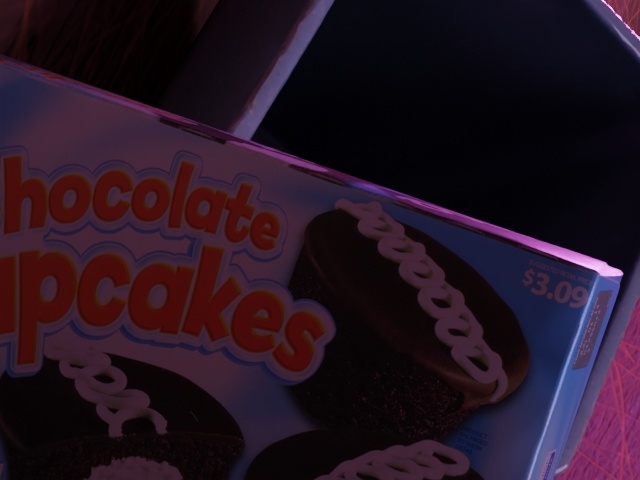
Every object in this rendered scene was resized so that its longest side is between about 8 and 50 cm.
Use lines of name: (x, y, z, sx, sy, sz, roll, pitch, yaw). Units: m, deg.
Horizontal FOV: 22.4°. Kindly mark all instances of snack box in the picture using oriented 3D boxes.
snack box: (-0.065, 0.046, 0.637, 0.060, 0.322, 0.187, 2, 107, -70)

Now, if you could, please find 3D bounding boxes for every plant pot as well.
plant pot: (0.012, -0.029, 0.894, 0.252, 0.248, 0.247, -15, -140, 52)
